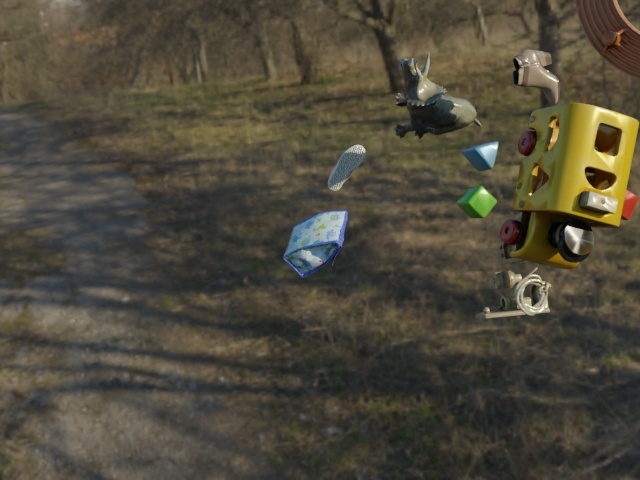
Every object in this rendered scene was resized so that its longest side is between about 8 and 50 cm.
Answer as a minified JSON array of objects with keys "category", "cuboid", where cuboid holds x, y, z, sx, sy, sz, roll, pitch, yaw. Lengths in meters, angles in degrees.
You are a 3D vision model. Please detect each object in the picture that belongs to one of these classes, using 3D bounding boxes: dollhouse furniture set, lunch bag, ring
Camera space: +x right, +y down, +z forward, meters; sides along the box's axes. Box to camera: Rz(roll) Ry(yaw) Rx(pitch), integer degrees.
[{"category":"dollhouse furniture set","cuboid":[0.343,0.069,1.543,0.123,0.151,0.144,-6,-5,-8]},{"category":"lunch bag","cuboid":[0.000,0.000,1.951,0.151,0.096,0.128,-31,29,31]},{"category":"ring","cuboid":[0.506,-0.385,1.109,0.337,0.336,0.032,9,8,42]}]

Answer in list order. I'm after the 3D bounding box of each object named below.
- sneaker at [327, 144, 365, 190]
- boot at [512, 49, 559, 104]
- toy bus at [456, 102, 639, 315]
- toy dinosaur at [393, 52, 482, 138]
[{"category":"sneaker","cuboid":[0.064,-0.189,2.028,0.051,0.134,0.070,34,16,-6]},{"category":"boot","cuboid":[0.421,-0.318,1.587,0.087,0.118,0.042,-16,7,-20]},{"category":"toy bus","cuboid":[0.266,-0.045,0.848,0.191,0.202,0.104,-35,11,-14]},{"category":"toy dinosaur","cuboid":[0.266,-0.280,1.780,0.314,0.121,0.160,23,-18,-33]}]
